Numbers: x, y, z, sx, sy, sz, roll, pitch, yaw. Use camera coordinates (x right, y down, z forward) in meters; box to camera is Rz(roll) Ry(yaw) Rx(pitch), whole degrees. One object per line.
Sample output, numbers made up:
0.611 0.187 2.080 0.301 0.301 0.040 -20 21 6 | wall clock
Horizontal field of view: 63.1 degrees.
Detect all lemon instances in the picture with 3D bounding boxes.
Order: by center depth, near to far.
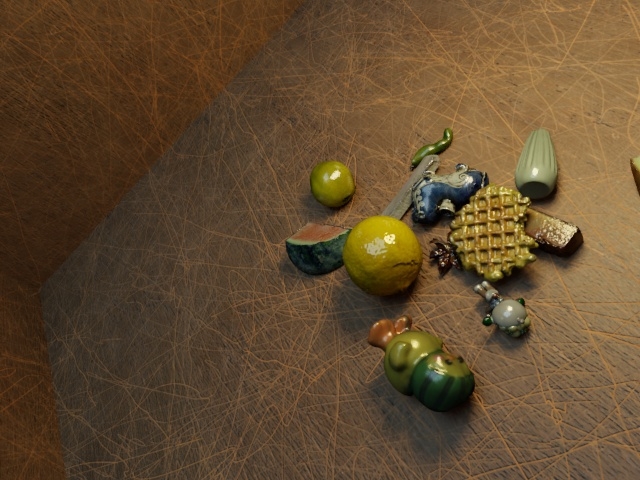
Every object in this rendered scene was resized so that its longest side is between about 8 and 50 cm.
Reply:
0.210 0.051 1.778 0.293 0.293 0.292 -19 53 28 | lemon

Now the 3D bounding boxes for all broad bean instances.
0.427 -0.351 2.020 0.214 0.048 0.070 -41 55 13 | broad bean

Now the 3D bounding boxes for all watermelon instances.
0.000 0.000 2.073 0.319 0.148 0.226 -24 43 22 | watermelon

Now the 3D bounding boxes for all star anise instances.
0.438 0.038 1.758 0.168 0.057 0.167 -16 61 32 | star anise

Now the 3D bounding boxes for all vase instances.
0.706 -0.258 1.698 0.128 0.128 0.247 -6 52 35 | vase

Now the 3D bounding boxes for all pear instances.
0.046 -0.233 2.147 0.198 0.198 0.198 -19 53 28 | pear

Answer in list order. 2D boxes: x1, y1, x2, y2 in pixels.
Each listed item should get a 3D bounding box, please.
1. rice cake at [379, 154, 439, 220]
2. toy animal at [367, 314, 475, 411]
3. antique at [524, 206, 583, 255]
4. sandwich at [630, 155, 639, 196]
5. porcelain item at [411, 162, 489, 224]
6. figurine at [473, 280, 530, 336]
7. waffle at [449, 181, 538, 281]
0.328 -0.173 1.970 0.364 0.056 0.073 -54 26 -1 | rice cake
0.299 0.379 1.562 0.338 0.216 0.191 36 115 42 | toy animal
0.650 -0.046 1.626 0.310 0.087 0.093 33 88 44 | antique
0.950 -0.129 1.442 0.094 0.096 0.257 -19 51 20 | sandwich
0.444 -0.155 1.824 0.288 0.138 0.186 -3 66 38 | porcelain item
0.539 0.204 1.555 0.147 0.093 0.197 -28 37 -8 | figurine
0.539 -0.029 1.618 0.282 0.058 0.300 -38 56 32 | waffle
